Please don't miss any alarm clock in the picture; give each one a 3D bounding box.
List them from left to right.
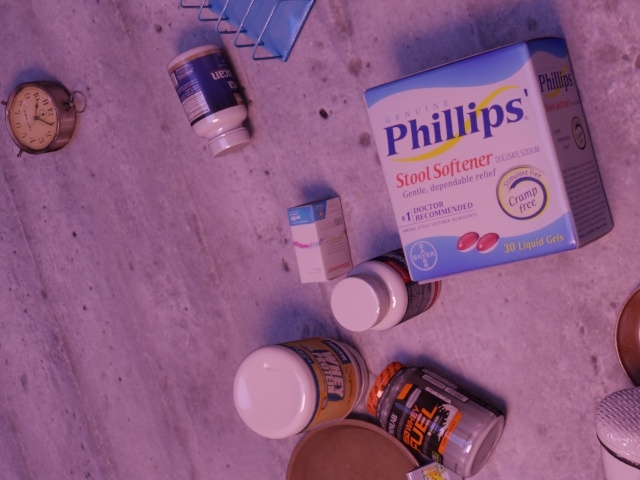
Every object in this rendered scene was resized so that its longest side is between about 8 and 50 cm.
[{"bbox_3d":[-0.483,-0.225,2.235,0.192,0.064,0.129,-15,92,35],"label":"alarm clock"}]

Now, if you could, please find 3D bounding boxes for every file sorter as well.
[{"bbox_3d":[-0.118,-0.370,1.959,0.170,0.104,0.118,37,117,19],"label":"file sorter"}]

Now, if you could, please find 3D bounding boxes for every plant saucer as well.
[{"bbox_3d":[0.069,0.420,2.044,0.278,0.041,0.277,7,104,31],"label":"plant saucer"},{"bbox_3d":[0.505,0.138,1.722,0.199,0.036,0.198,7,104,30],"label":"plant saucer"}]

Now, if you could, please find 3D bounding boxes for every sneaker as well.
[{"bbox_3d":[0.546,0.315,1.678,0.366,0.137,0.210,5,126,10],"label":"sneaker"}]

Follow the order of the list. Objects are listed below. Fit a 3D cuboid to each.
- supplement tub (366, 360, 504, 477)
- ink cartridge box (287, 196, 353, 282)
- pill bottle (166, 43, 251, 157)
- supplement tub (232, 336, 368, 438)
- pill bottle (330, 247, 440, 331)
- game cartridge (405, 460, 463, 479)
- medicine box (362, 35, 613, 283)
[{"bbox_3d":[0.172,0.267,1.904,0.190,0.117,0.117,28,113,24],"label":"supplement tub"},{"bbox_3d":[0.000,0.000,1.970,0.052,0.088,0.122,-9,95,32],"label":"ink cartridge box"},{"bbox_3d":[-0.175,-0.224,2.029,0.094,0.094,0.169,-25,87,33],"label":"pill bottle"},{"bbox_3d":[-0.027,0.226,1.959,0.144,0.200,0.144,1,93,31],"label":"supplement tub"},{"bbox_3d":[0.095,0.077,1.874,0.108,0.180,0.107,7,104,30],"label":"pill bottle"},{"bbox_3d":[0.179,0.372,1.950,0.017,0.083,0.056,170,79,-77],"label":"game cartridge"},{"bbox_3d":[0.234,-0.112,1.770,0.264,0.149,0.289,-14,93,33],"label":"medicine box"}]
